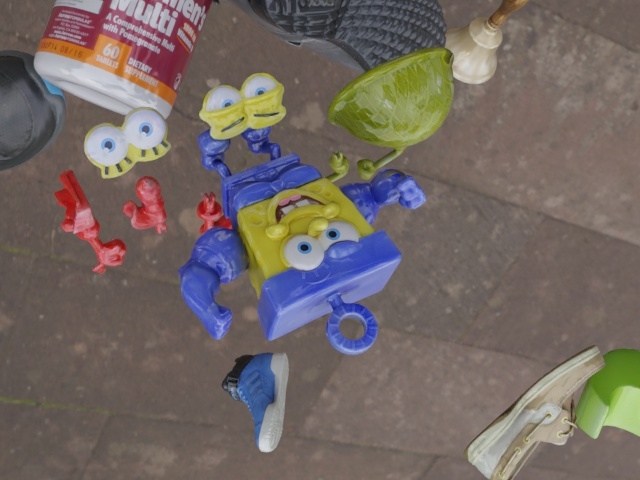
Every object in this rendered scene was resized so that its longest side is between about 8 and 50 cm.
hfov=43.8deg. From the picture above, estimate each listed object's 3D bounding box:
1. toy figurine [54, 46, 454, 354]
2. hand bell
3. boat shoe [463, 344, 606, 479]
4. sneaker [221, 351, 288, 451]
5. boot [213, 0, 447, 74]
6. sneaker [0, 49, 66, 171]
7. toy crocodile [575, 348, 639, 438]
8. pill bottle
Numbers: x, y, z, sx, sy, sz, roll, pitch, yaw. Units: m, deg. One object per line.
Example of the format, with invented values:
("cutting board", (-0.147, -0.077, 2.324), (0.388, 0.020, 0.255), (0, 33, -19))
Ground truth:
("toy figurine", (0.000, 0.000, 0.651), (0.363, 0.217, 0.191), (-21, 151, -23))
("hand bell", (0.316, -0.395, 1.420), (0.126, 0.126, 0.242), (0, 160, -18))
("boat shoe", (0.167, 0.133, 0.595), (0.050, 0.045, 0.135), (-4, 138, -55))
("sneaker", (-0.094, 0.218, 1.085), (0.085, 0.152, 0.058), (-2, 138, 9))
("boot", (-0.017, -0.275, 0.908), (0.338, 0.223, 0.118), (16, 100, -51))
("sneaker", (-0.435, -0.106, 0.896), (0.341, 0.139, 0.125), (-18, 110, 25))
("toy crocodile", (0.363, 0.197, 0.619), (0.105, 0.340, 0.115), (-33, 154, -48))
("pill bottle", (-0.152, -0.224, 0.686), (0.121, 0.121, 0.221), (21, 87, -29))
